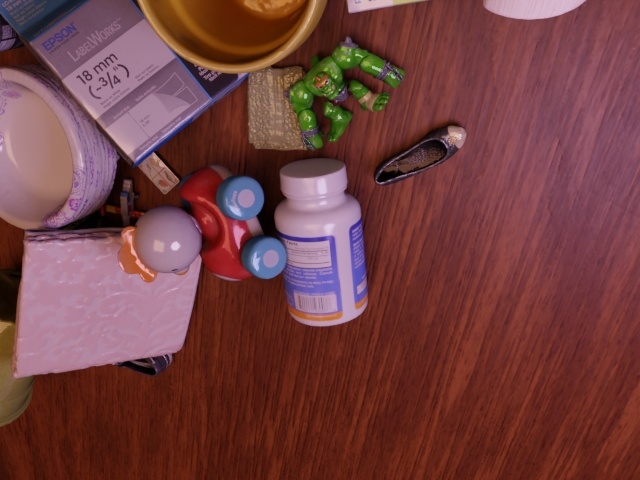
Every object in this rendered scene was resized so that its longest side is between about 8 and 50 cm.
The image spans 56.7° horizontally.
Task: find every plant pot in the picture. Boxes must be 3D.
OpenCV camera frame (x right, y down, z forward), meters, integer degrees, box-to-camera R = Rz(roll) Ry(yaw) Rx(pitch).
[{"bbox_3d":[-0.098,-0.383,0.837,0.254,0.239,0.254,5,116,11],"label":"plant pot"},{"bbox_3d":[-0.689,0.208,1.263,0.276,0.276,0.254,39,105,-7],"label":"plant pot"}]

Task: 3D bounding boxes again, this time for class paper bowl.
[{"bbox_3d":[-0.488,-0.168,1.062,0.284,0.148,0.284,8,110,22],"label":"paper bowl"}]

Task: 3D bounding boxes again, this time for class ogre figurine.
[{"bbox_3d":[0.025,-0.241,0.963,0.197,0.097,0.118,-24,126,38],"label":"ogre figurine"}]

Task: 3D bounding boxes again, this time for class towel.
[{"bbox_3d":[-0.401,0.113,1.135,0.332,0.053,0.317,-3,123,-35],"label":"towel"},{"bbox_3d":[-0.074,-0.227,1.025,0.110,0.027,0.148,5,117,12],"label":"towel"}]

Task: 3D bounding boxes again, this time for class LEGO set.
[{"bbox_3d":[-0.375,-0.104,1.137,0.182,0.060,0.244,-35,104,29],"label":"LEGO set"}]

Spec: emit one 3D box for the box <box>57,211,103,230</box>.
[{"bbox_3d":[-0.498,0.056,1.169,0.045,0.184,0.190,17,118,2],"label":"box"}]

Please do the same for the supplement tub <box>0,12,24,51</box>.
[{"bbox_3d":[-0.545,-0.360,0.969,0.106,0.198,0.106,8,118,15],"label":"supplement tub"}]

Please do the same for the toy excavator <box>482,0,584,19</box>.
[{"bbox_3d":[0.066,-0.405,0.570,0.433,0.445,0.222,15,151,10],"label":"toy excavator"}]

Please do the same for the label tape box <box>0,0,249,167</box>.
[{"bbox_3d":[-0.313,-0.319,0.929,0.241,0.106,0.333,-42,104,-11],"label":"label tape box"}]

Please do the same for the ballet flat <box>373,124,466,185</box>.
[{"bbox_3d":[0.168,-0.137,0.999,0.173,0.049,0.057,-29,106,23],"label":"ballet flat"}]

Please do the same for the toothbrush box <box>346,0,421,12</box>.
[{"bbox_3d":[0.180,-0.392,0.788,0.283,0.206,0.122,-5,114,16],"label":"toothbrush box"}]

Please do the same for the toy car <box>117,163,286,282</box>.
[{"bbox_3d":[-0.224,0.005,1.007,0.219,0.238,0.210,15,130,56],"label":"toy car"}]

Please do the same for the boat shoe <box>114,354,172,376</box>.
[{"bbox_3d":[-0.434,0.244,1.309,0.206,0.065,0.075,18,118,4],"label":"boat shoe"}]

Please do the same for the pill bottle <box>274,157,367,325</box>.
[{"bbox_3d":[0.000,0.000,1.046,0.152,0.152,0.272,-1,114,13],"label":"pill bottle"}]
